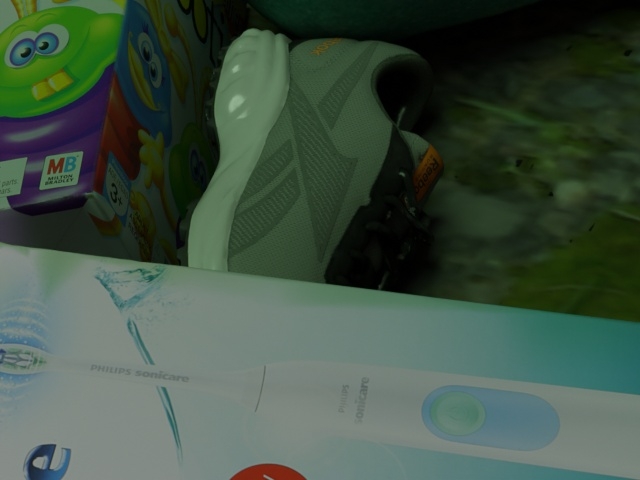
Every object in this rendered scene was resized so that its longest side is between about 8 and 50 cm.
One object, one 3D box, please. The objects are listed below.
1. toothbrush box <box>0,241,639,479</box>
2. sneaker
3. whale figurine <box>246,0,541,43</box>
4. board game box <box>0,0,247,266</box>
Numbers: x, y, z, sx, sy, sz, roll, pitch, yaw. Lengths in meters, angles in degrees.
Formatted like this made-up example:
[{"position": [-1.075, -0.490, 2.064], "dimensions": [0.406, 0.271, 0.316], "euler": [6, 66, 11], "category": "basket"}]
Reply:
[{"position": [0.012, 0.134, 0.613], "dimensions": [0.296, 0.126, 0.216], "euler": [7, 51, 6], "category": "toothbrush box"}, {"position": [0.000, 0.000, 0.824], "dimensions": [0.108, 0.100, 0.271], "euler": [-4, 48, 11], "category": "sneaker"}, {"position": [0.071, -0.158, 0.925], "dimensions": [0.272, 0.141, 0.216], "euler": [12, 13, 7], "category": "whale figurine"}, {"position": [-0.132, -0.066, 0.907], "dimensions": [0.142, 0.144, 0.275], "euler": [-10, 47, 14], "category": "board game box"}]
